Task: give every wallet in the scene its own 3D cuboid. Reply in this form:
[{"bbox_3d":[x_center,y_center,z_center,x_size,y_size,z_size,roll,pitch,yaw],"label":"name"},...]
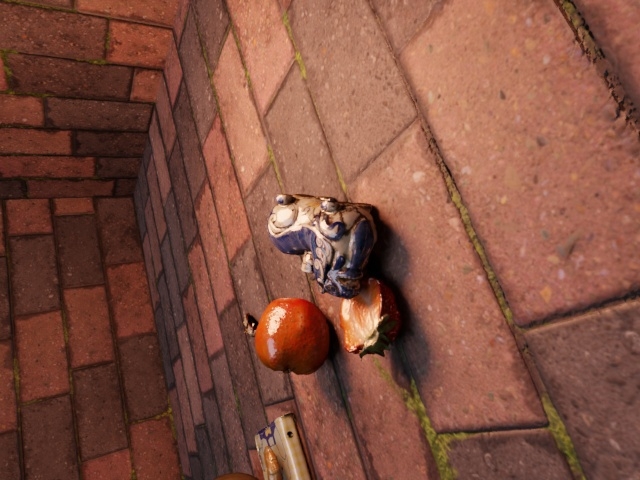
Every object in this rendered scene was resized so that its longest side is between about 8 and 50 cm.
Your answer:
[{"bbox_3d":[-0.091,0.664,1.197,0.223,0.077,0.309,-50,52,45],"label":"wallet"}]

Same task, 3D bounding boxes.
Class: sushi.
[{"bbox_3d":[-0.225,0.265,1.371,0.083,0.044,0.045,40,129,45],"label":"sushi"}]

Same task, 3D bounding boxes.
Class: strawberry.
[{"bbox_3d":[0.090,0.141,0.821,0.146,0.082,0.187,-51,35,21],"label":"strawberry"}]

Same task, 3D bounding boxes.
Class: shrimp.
[{"bbox_3d":[-0.119,0.650,1.153,0.101,0.042,0.190,114,142,-60],"label":"shrimp"}]

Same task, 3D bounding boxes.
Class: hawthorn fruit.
[{"bbox_3d":[-0.065,0.220,0.999,0.189,0.190,0.188,14,107,56],"label":"hawthorn fruit"}]

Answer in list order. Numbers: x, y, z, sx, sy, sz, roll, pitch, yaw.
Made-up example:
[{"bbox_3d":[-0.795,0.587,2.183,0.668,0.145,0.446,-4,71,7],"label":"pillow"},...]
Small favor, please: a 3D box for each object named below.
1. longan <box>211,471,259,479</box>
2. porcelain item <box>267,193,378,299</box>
[{"bbox_3d":[-0.260,0.892,1.285,0.361,0.362,0.360,14,107,56],"label":"longan"},{"bbox_3d":[0.000,0.000,0.881,0.288,0.138,0.186,16,103,51],"label":"porcelain item"}]
